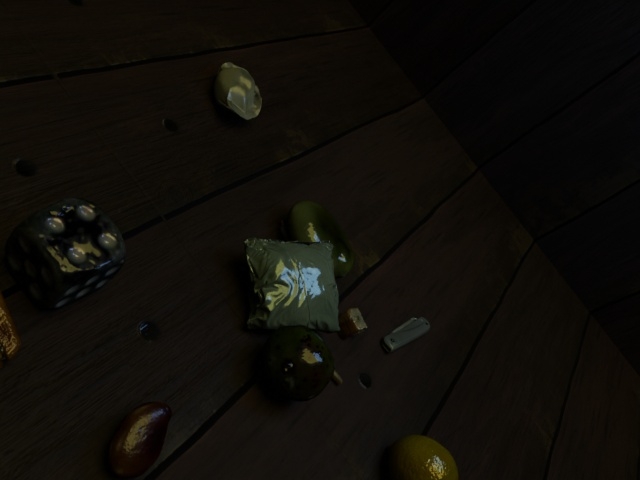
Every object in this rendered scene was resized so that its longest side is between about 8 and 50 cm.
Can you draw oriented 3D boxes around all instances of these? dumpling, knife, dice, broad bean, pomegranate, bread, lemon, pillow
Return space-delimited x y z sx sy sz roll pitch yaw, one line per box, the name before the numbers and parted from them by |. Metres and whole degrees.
dumpling | -0.289 -0.521 1.977 0.162 0.132 0.250 11 54 -35
knife | 0.296 0.323 1.973 0.266 0.040 0.073 -17 62 -49
dice | -0.555 0.028 1.244 0.183 0.181 0.182 53 40 1
broad bean | -0.380 0.416 1.193 0.114 0.084 0.165 36 47 -27
pomegranate | -0.059 0.323 1.521 0.202 0.202 0.248 58 10 8
bread | 0.095 0.262 1.794 0.077 0.070 0.083 -3 61 -47
lemon | 0.286 0.649 1.596 0.187 0.186 0.244 -2 31 -46
pillow | -0.082 0.123 1.641 0.310 0.138 0.283 7 74 -32
broad bean | 0.001 0.000 1.850 0.291 0.119 0.238 54 34 -9

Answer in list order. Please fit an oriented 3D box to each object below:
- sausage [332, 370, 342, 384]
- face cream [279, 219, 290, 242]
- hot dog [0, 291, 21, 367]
sausage | 0.018 0.370 1.670 0.132 0.024 0.024 51 38 -3
face cream | -0.111 -0.028 1.855 0.040 0.021 0.083 -10 68 -51
hot dog | -0.681 0.138 1.124 0.100 0.068 0.249 -11 71 -59
